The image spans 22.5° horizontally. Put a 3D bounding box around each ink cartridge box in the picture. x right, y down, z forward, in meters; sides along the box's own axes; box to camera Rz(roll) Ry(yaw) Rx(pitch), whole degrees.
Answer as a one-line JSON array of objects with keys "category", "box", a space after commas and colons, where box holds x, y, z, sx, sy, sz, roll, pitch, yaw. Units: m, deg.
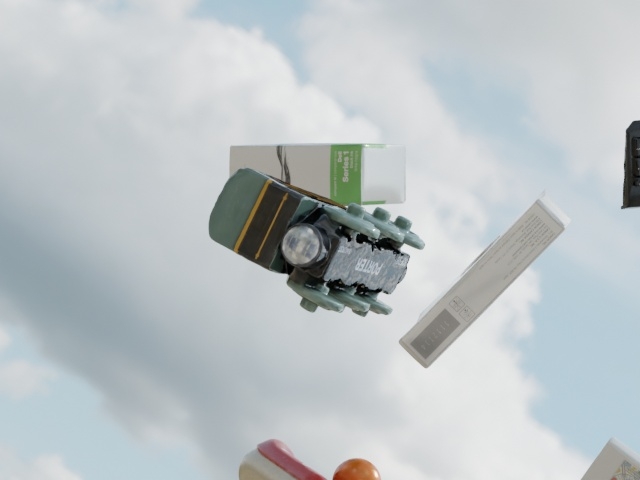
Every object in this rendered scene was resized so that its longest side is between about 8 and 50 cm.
[{"category": "ink cartridge box", "box": [-0.005, -0.096, 2.353, 0.219, 0.093, 0.160, 2, 3, 26]}, {"category": "ink cartridge box", "box": [0.256, 0.053, 2.442, 0.066, 0.296, 0.261, 45, 12, 4]}]

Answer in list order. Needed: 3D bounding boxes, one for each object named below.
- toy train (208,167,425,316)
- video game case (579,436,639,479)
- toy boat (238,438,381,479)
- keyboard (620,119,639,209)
[{"category": "toy train", "box": [0.000, 0.000, 1.991, 0.190, 0.142, 0.334, 29, 6, 21]}, {"category": "video game case", "box": [0.411, 0.396, 2.063, 0.227, 0.026, 0.206, 37, -63, 14]}, {"category": "toy boat", "box": [0.004, 0.309, 1.917, 0.231, 0.151, 0.151, 23, -46, 60]}, {"category": "keyboard", "box": [0.335, -0.053, 1.303, 0.038, 0.192, 0.100, -149, -124, -66]}]
